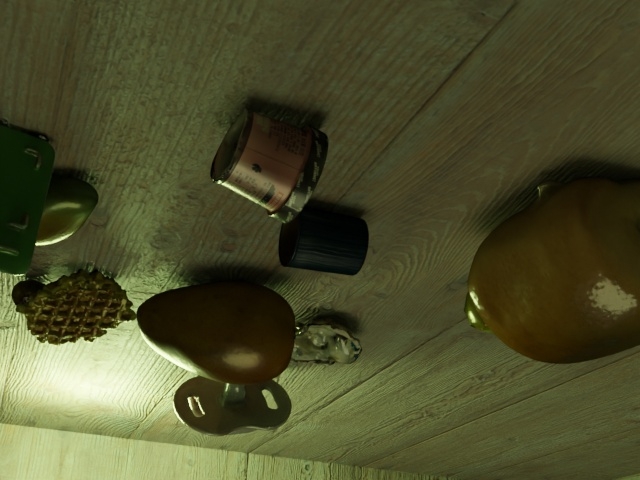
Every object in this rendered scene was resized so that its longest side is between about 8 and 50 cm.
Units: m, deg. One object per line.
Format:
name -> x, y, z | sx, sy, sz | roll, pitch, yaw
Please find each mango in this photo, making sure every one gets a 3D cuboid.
mango -> -0.471, -0.055, 1.640 | 0.194, 0.092, 0.130 | -17, 147, 30
mango -> -0.226, 0.198, 2.034 | 0.378, 0.221, 0.264 | 5, 163, 21

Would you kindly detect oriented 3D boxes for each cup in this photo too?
cup -> 0.004, -0.008, 1.695 | 0.138, 0.150, 0.113 | 10, 121, -19

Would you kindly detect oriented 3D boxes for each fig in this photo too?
fig -> -0.652, 0.123, 2.101 | 0.084, 0.082, 0.098 | -11, -164, -2

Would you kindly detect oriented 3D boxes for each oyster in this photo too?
oyster -> 0.009, 0.242, 2.257 | 0.214, 0.083, 0.223 | 10, 150, -23

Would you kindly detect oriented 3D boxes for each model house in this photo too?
model house -> -0.660, -0.065, 1.476 | 0.357, 0.243, 0.312 | 18, 155, -33

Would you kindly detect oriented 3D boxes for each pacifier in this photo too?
pacifier -> -0.236, 0.427, 2.534 | 0.332, 0.220, 0.273 | -2, 160, -23

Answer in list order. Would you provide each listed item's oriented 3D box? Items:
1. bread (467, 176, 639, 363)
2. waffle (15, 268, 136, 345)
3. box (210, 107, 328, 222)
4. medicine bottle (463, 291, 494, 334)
bread -> 0.469, 0.069, 1.609 | 0.348, 0.253, 0.376 | 11, 157, -25
waffle -> -0.546, 0.160, 2.071 | 0.237, 0.059, 0.243 | -24, 142, 2
box -> -0.081, -0.118, 1.390 | 0.135, 0.151, 0.151 | 21, 151, -19
medicine bottle -> 0.418, 0.151, 1.960 | 0.238, 0.124, 0.124 | 16, 153, -24
